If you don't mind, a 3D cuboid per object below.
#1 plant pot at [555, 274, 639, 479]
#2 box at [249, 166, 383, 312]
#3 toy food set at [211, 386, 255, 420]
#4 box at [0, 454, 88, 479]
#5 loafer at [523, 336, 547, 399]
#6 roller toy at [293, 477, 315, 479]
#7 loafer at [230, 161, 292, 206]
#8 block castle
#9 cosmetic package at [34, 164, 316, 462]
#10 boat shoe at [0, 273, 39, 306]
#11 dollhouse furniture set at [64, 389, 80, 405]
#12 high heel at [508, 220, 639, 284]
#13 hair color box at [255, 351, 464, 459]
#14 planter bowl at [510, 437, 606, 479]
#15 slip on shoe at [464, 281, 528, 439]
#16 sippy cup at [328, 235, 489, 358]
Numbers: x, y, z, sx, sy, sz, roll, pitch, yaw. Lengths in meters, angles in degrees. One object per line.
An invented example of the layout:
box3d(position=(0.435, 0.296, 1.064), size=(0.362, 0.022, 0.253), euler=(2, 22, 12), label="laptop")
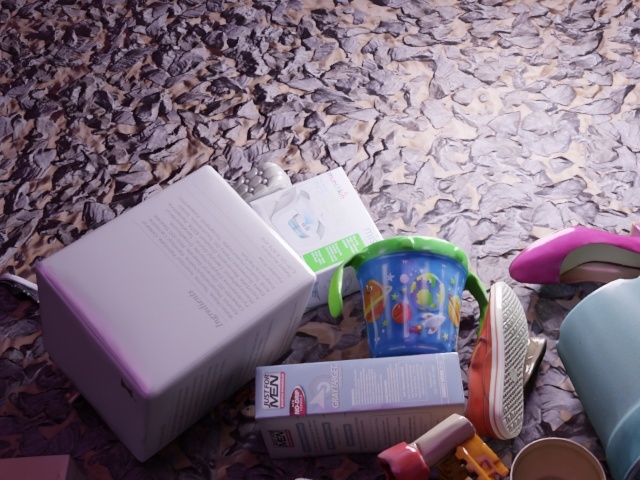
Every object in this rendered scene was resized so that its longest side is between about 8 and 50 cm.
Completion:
box3d(position=(0.601, 0.260, 1.566), size=(0.341, 0.341, 0.334), euler=(-17, 44, -6), label="plant pot")
box3d(position=(0.000, 0.000, 1.965), size=(0.231, 0.127, 0.262), euler=(-21, 51, -6), label="box")
box3d(position=(-0.163, 0.325, 1.798), size=(0.122, 0.019, 0.078), euler=(-8, 52, 2), label="toy food set")
box3d(position=(-0.610, 0.497, 1.662), size=(0.311, 0.121, 0.148), euler=(-6, 52, 3), label="box")
box3d(position=(0.402, 0.252, 1.755), size=(0.050, 0.056, 0.148), euler=(15, 56, 30), label="loafer")
box3d(position=(-0.008, 0.513, 1.522), size=(0.146, 0.191, 0.209), euler=(7, 97, 13), label="roller toy")
box3d(position=(-0.210, -0.066, 2.061), size=(0.319, 0.111, 0.112), euler=(-25, 57, 10), label="loafer")
box3d(position=(0.268, 0.531, 1.397), size=(0.213, 0.303, 0.453), euler=(-32, 54, -15), label="block castle")
box3d(position=(-0.277, 0.137, 1.690), size=(0.393, 0.329, 0.327), euler=(-35, 71, -30), label="cosmetic package")
box3d(position=(-0.677, 0.115, 2.019), size=(0.142, 0.049, 0.040), euler=(17, 57, 18), label="boat shoe")
box3d(position=(-0.536, 0.248, 1.834), size=(0.151, 0.144, 0.123), euler=(44, 63, -6), label="dollhouse furniture set")
box3d(position=(0.588, 0.056, 1.827), size=(0.377, 0.127, 0.181), euler=(-15, 41, -8), label="high heel")
box3d(position=(0.076, 0.313, 1.667), size=(0.374, 0.185, 0.113), euler=(-5, 52, 4), label="hair color box")
box3d(position=(0.414, 0.446, 1.564), size=(0.162, 0.109, 0.162), euler=(-4, 51, 5), label="planter bowl")
box3d(position=(0.331, 0.225, 1.707), size=(0.101, 0.123, 0.331), euler=(-16, 49, 37), label="slip on shoe")
box3d(position=(0.183, 0.140, 1.778), size=(0.305, 0.240, 0.224), euler=(-6, 62, 15), label="sippy cup")
